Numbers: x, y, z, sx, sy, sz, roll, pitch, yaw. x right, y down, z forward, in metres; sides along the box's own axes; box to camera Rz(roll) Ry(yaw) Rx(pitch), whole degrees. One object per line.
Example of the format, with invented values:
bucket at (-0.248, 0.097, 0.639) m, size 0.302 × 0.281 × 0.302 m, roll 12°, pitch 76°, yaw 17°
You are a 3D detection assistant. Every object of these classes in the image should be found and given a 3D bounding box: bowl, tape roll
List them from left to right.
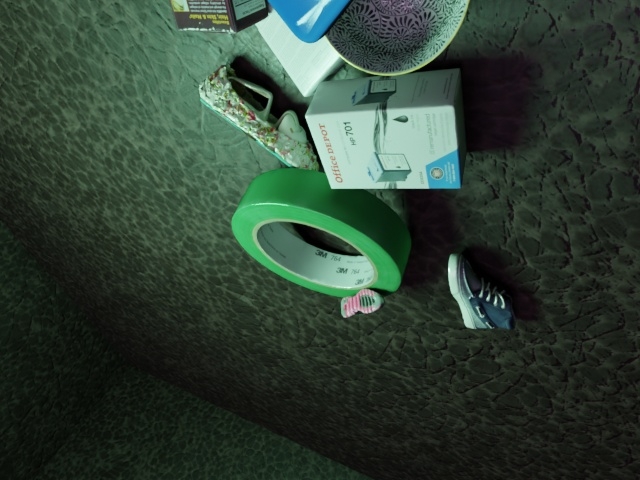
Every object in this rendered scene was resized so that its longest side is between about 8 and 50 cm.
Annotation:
tape roll at (0.000, 0.000, 0.864) m, size 0.321 × 0.077 × 0.321 m, roll 18°, pitch 154°, yaw 9°
bowl at (0.082, -0.276, 0.515) m, size 0.170 × 0.080 × 0.170 m, roll 11°, pitch 123°, yaw 18°

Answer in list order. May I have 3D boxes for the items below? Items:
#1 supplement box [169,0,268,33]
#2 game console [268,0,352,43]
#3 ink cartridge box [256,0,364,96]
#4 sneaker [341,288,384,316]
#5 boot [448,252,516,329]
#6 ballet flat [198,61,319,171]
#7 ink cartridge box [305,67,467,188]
supplement box at (-0.142, -0.366, 0.587) m, size 0.104 × 0.081 × 0.188 m, roll 14°, pitch 133°, yaw 27°
game console at (-0.003, -0.385, 0.422) m, size 0.293 × 0.173 × 0.250 m, roll 51°, pitch 157°, yaw -10°
ink cartridge box at (-0.025, -0.307, 0.632) m, size 0.179 × 0.045 × 0.145 m, roll 58°, pitch 143°, yaw -1°
sneaker at (0.090, 0.121, 0.902) m, size 0.057 × 0.047 × 0.119 m, roll 10°, pitch 162°, yaw -29°
boot at (0.283, 0.089, 0.821) m, size 0.086 × 0.069 × 0.190 m, roll -2°, pitch 139°, yaw 31°
ballet flat at (-0.087, -0.196, 0.769) m, size 0.241 × 0.091 × 0.077 m, roll 35°, pitch 113°, yaw -9°
ink cartridge box at (0.094, -0.143, 0.641) m, size 0.190 × 0.082 × 0.140 m, roll 1°, pitch 142°, yaw 22°
